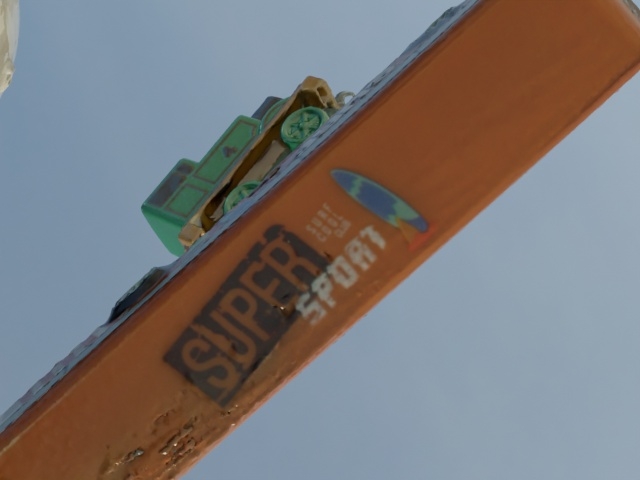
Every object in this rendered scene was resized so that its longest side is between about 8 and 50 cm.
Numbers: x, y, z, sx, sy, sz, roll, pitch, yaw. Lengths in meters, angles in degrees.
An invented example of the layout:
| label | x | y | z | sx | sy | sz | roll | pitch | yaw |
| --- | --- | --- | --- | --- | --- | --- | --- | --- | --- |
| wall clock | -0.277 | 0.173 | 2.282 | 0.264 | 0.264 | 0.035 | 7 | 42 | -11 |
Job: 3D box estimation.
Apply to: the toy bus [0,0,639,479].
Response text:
| label | x | y | z | sx | sy | sz | roll | pitch | yaw |
| --- | --- | --- | --- | --- | --- | --- | --- | --- | --- |
| toy bus | 0.000 | 0.000 | 0.911 | 0.093 | 0.409 | 0.092 | 47 | -179 | -7 |

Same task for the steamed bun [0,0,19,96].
| label | x | y | z | sx | sy | sz | roll | pitch | yaw |
| --- | --- | --- | --- | --- | --- | --- | --- | --- | --- |
| steamed bun | -0.364 | -0.192 | 1.219 | 0.309 | 0.309 | 0.309 | 28 | -129 | -40 |

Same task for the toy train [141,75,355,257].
| label | x | y | z | sx | sy | sz | roll | pitch | yaw |
| --- | --- | --- | --- | --- | --- | --- | --- | --- | --- |
| toy train | -0.053 | -0.044 | 1.447 | 0.228 | 0.136 | 0.091 | -54 | -41 | -22 |
